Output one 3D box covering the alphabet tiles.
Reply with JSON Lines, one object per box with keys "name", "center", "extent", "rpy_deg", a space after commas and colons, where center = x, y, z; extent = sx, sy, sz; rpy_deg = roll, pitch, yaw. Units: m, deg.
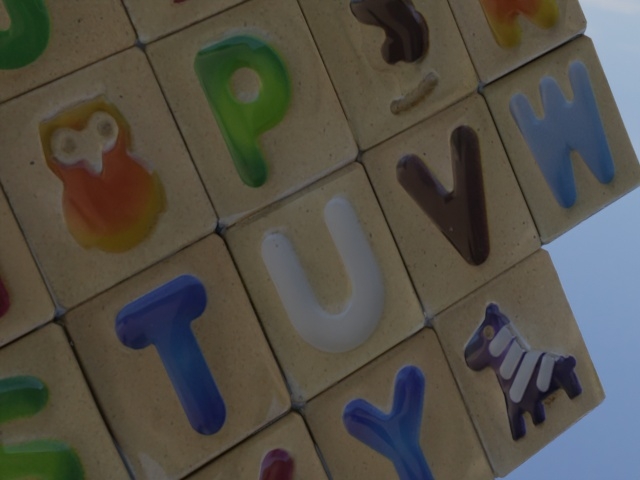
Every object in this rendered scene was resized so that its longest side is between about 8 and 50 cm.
{"name": "alphabet tiles", "center": [-0.032, -0.067, 0.470], "extent": [0.285, 0.343, 0.011], "rpy_deg": [-29, -169, -34]}
